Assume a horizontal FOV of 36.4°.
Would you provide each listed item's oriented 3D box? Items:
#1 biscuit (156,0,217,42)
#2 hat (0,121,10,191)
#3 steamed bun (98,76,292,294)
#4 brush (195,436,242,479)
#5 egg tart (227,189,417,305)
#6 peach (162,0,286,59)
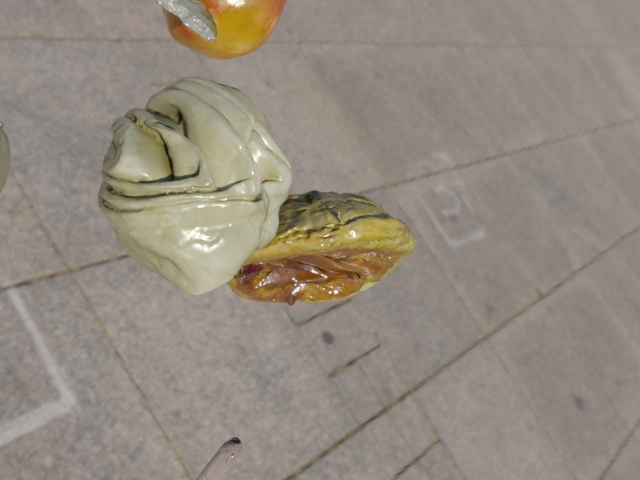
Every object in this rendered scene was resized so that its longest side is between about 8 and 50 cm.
[{"bbox_3d":[-0.323,-0.529,2.033,0.290,0.038,0.141,36,28,-11],"label":"biscuit"},{"bbox_3d":[-0.488,-0.082,1.394,0.166,0.144,0.173,51,-14,25],"label":"hat"},{"bbox_3d":[-0.181,-0.107,1.370,0.276,0.289,0.203,27,-22,31],"label":"steamed bun"},{"bbox_3d":[-0.217,0.367,1.258,0.067,0.072,0.313,32,66,20],"label":"brush"},{"bbox_3d":[0.000,0.000,1.652,0.352,0.339,0.153,-10,73,-11],"label":"egg tart"},{"bbox_3d":[-0.224,-0.597,2.340,0.289,0.308,0.289,28,48,-37],"label":"peach"}]
